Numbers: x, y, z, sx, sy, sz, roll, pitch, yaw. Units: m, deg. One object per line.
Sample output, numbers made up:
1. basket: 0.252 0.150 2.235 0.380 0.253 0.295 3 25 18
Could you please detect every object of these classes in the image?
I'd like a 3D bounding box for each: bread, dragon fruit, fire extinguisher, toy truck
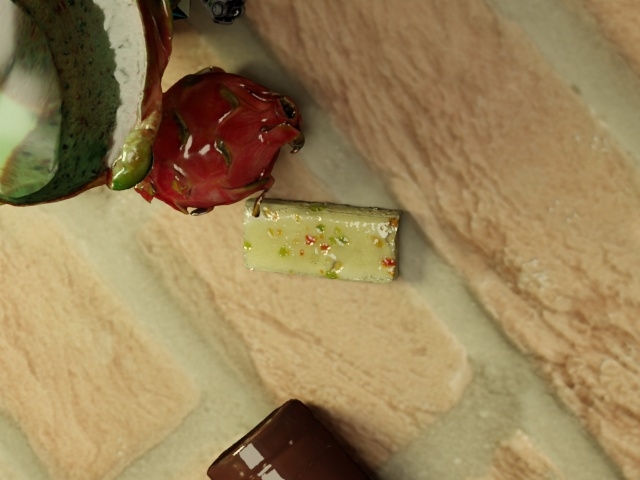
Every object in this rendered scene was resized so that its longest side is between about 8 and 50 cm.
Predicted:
1. bread: 0.000 0.000 1.789 0.153 0.028 0.068 7 110 19
2. dragon fruit: -0.093 -0.093 1.742 0.166 0.133 0.136 -22 141 25
3. dragon fruit: -0.241 -0.144 1.578 0.268 0.130 0.295 22 114 7
4. fire extinguisher: 0.051 0.299 1.822 0.135 0.114 0.337 -40 91 -2
5. toy truck: -0.075 -0.235 1.735 0.044 0.039 0.083 48 115 18

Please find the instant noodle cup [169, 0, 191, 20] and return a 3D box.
1. instant noodle cup: -0.220 -0.251 1.698 0.240 0.178 0.240 6 111 18
